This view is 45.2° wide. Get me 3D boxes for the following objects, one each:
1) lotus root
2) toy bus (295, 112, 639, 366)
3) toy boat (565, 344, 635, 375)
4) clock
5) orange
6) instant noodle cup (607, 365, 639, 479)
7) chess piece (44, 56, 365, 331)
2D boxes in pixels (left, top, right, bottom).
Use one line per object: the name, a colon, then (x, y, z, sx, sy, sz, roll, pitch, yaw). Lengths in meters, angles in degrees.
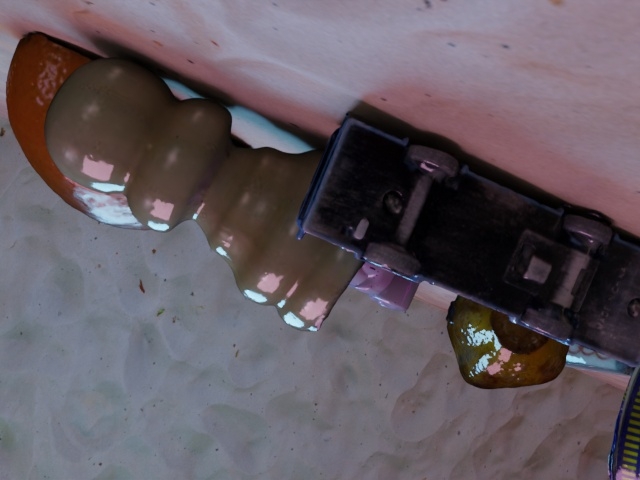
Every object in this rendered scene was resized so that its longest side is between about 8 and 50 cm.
lotus root: (0.283, 0.136, 1.177, 0.193, 0.193, 0.291, 23, 179, 11)
toy bus: (0.128, 0.002, 0.626, 0.297, 0.106, 0.131, 23, 180, -11)
toy boat: (0.554, 0.227, 1.564, 0.134, 0.078, 0.208, 16, 171, -41)
clock: (0.000, 0.000, 1.281, 0.296, 0.113, 0.322, 21, 175, 32)
orange: (-0.237, -0.137, 0.971, 0.274, 0.274, 0.310, 21, -153, 27)
instant noodle cup: (0.667, 0.349, 1.246, 0.312, 0.284, 0.284, 10, 169, 36)
chess piece: (-0.113, -0.062, 0.770, 0.330, 0.182, 0.182, 30, 175, -9)
